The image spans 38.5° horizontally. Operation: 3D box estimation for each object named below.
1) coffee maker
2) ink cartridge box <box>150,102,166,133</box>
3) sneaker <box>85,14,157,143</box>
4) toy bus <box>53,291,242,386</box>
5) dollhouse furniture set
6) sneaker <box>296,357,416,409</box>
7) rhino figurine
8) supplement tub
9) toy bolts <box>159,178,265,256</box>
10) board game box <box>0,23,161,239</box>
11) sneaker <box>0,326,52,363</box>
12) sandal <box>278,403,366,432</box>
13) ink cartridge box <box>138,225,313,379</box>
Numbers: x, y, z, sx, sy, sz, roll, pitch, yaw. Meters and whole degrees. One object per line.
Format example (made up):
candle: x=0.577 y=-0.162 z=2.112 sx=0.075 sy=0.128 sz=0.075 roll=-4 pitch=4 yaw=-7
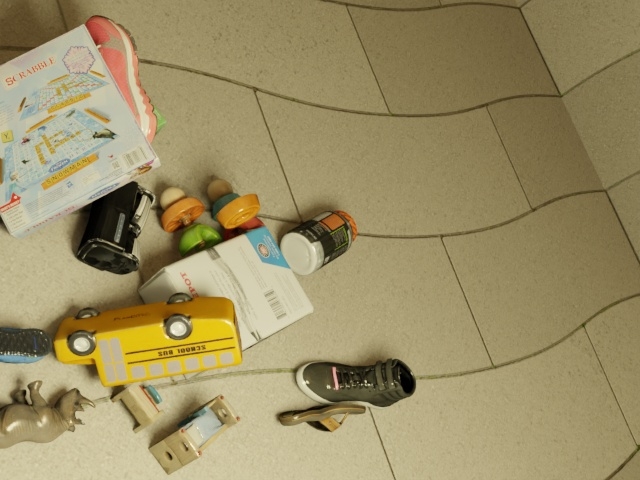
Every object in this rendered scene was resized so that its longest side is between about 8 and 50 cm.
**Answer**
coffee maker: x=-0.440 y=-0.035 z=1.878 sx=0.171 sy=0.120 sz=0.178 roll=12 pitch=52 yaw=-8
ink cartridge box: x=-0.467 y=-0.258 z=1.996 sx=0.154 sy=0.093 sz=0.212 roll=52 pitch=45 yaw=-2
sneaker: x=-0.449 y=-0.337 z=1.909 sx=0.136 sy=0.116 sz=0.314 roll=-11 pitch=73 yaw=-42
toy bus: x=-0.322 y=0.188 z=1.728 sx=0.108 sy=0.332 sz=0.130 roll=-105 pitch=-174 yaw=-67
dollhouse furniture set: x=-0.277 y=0.325 z=1.763 sx=0.184 sy=0.129 sz=0.129 roll=53 pitch=43 yaw=-1
sneaker: x=0.092 y=0.310 z=2.079 sx=0.295 sy=0.147 sz=0.105 roll=17 pitch=53 yaw=-35
rhino figurine: x=-0.509 y=0.308 z=1.614 sx=0.243 sy=0.073 sz=0.106 roll=1 pitch=60 yaw=-42
supplement tub: x=0.000 y=0.000 z=2.222 sx=0.190 sy=0.117 sz=0.117 roll=-30 pitch=85 yaw=-47
toy bolts: x=-0.226 y=-0.083 z=2.035 sx=0.158 sy=0.218 sz=0.228 roll=58 pitch=25 yaw=14
board game box: x=-0.529 y=-0.215 z=1.802 sx=0.318 sy=0.066 sz=0.318 roll=-28 pitch=83 yaw=-8
sneaker: x=-0.579 y=0.183 z=1.608 sx=0.209 sy=0.082 sz=0.069 roll=19 pitch=54 yaw=-48
sandal: x=0.005 y=0.393 z=2.003 sx=0.219 sy=0.090 sz=0.060 roll=-1 pitch=81 yaw=-43
ink cartridge box: x=-0.198 y=0.128 z=1.957 sx=0.307 sy=0.129 sz=0.223 roll=-25 pitch=83 yaw=-46
